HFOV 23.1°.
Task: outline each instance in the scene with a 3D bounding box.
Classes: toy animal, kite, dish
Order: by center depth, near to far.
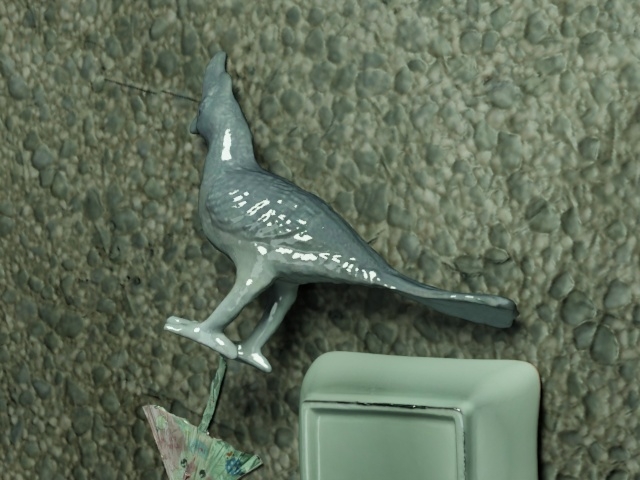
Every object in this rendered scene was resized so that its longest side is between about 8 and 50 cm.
[{"bbox_3d":[0.065,0.169,1.243,0.212,0.077,0.151,0,91,33],"label":"dish"},{"bbox_3d":[-0.034,0.017,1.291,0.367,0.081,0.206,42,94,27],"label":"toy animal"},{"bbox_3d":[-0.106,0.173,1.396,0.139,0.011,0.156,23,104,28],"label":"kite"}]
